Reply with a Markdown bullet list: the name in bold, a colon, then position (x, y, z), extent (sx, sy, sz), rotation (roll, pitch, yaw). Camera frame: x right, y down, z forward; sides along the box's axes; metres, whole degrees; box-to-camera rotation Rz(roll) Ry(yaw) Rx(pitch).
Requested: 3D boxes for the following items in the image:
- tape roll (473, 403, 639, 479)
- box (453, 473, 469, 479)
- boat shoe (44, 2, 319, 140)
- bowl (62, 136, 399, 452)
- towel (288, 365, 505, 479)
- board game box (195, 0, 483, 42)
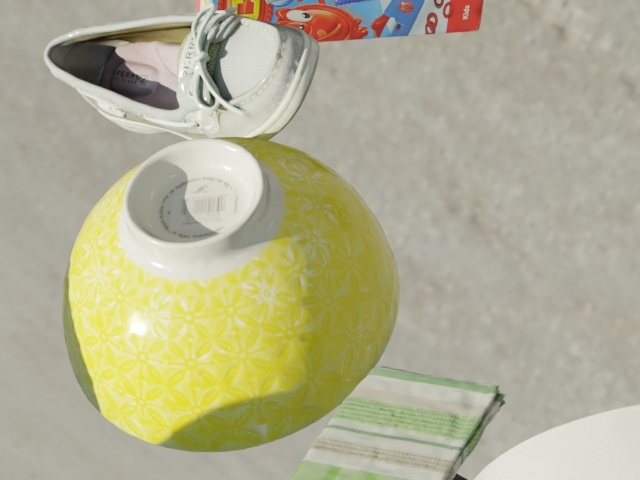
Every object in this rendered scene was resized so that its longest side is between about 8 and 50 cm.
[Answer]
- **tape roll**: position (0.202, 0.212, 1.013), extent (0.246, 0.169, 0.246), rotation (-2, 148, -1)
- **box**: position (0.151, 0.252, 1.747), extent (0.162, 0.029, 0.116), rotation (28, 169, -1)
- **boat shoe**: position (-0.127, -0.152, 1.690), extent (0.103, 0.118, 0.320), rotation (24, 171, -39)
- **bowl**: position (-0.086, 0.010, 1.527), extent (0.289, 0.289, 0.156), rotation (21, 148, 26)
- **towel**: position (0.055, 0.148, 1.356), extent (0.113, 0.152, 0.023), rotation (7, 125, 28)
- **board game box**: position (0.028, -0.356, 1.946), extent (0.302, 0.086, 0.308), rotation (-6, 129, -13)
